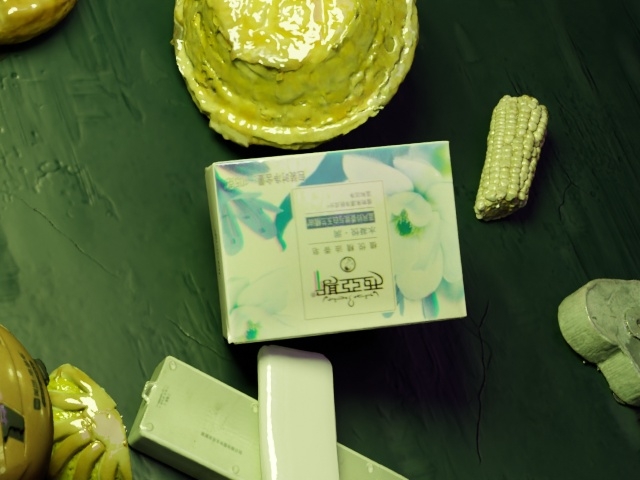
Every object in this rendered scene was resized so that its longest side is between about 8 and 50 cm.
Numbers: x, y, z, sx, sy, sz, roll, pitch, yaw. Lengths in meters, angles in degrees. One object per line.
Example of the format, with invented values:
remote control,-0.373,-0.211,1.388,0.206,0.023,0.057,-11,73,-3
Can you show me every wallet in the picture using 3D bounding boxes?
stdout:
wallet,-0.025,0.207,1.478,0.095,0.033,0.190,11,56,-25

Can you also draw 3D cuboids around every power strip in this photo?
power strip,-0.041,0.253,1.489,0.367,0.043,0.106,29,51,-14

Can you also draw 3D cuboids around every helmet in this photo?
helmet,-0.347,0.160,1.265,0.198,0.130,0.224,-13,76,-20

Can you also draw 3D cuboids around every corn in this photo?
corn,0.271,-0.114,1.882,0.087,0.087,0.211,26,54,-17

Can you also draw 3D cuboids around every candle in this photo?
candle,0.423,0.124,1.845,0.192,0.068,0.168,46,48,-5

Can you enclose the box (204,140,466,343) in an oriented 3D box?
box,0.015,0.000,1.528,0.274,0.116,0.203,-5,91,-10

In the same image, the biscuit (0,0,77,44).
biscuit,-0.388,-0.361,1.608,0.213,0.091,0.274,-21,73,-37

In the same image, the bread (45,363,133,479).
bread,-0.253,0.199,1.372,0.094,0.083,0.157,-7,68,-20

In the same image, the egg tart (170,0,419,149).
egg tart,-0.039,-0.282,1.650,0.341,0.132,0.341,-1,81,8

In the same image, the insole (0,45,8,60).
insole,-0.433,-0.264,1.579,0.152,0.002,0.053,36,50,-8
